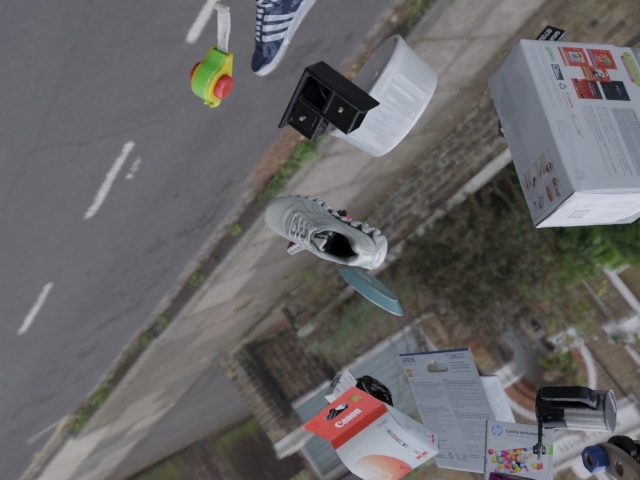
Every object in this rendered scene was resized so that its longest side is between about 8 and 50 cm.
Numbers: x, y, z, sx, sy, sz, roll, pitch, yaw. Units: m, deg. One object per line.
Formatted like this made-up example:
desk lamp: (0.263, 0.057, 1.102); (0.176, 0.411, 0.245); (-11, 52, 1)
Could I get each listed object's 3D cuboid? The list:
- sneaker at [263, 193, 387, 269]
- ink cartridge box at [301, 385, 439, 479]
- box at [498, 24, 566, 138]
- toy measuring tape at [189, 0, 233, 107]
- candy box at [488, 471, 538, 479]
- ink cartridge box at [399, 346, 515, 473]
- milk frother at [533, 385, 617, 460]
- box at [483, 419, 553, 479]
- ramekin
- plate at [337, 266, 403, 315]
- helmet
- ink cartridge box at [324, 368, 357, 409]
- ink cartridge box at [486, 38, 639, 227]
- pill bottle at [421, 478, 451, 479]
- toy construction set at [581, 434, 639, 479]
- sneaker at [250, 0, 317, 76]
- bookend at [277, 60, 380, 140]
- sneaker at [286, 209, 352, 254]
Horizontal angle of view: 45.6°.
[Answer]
sneaker: (-0.006, -0.021, 1.602); (0.118, 0.292, 0.110); (-16, 123, -59)
ink cartridge box: (0.080, 0.323, 1.234); (0.145, 0.179, 0.045); (-45, -156, 33)
box: (0.491, -0.365, 1.775); (0.220, 0.051, 0.175); (-48, 148, -22)
toy measuring tape: (-0.293, -0.478, 2.051); (0.121, 0.121, 0.330); (-30, 153, -28)
candy box: (0.272, 0.441, 1.019); (0.071, 0.233, 0.159); (12, 168, -9)
ink cartridge box: (0.360, 0.428, 1.949); (0.072, 0.330, 0.324); (-17, 178, -28)
milk frother: (0.476, 0.347, 1.440); (0.135, 0.143, 0.129); (-6, 160, 35)
box: (0.429, 0.492, 1.654); (0.145, 0.186, 0.038); (5, 162, 5)
ramekin: (0.149, -0.330, 1.787); (0.277, 0.135, 0.277); (-52, -165, 20)
plate: (0.122, 0.109, 1.774); (0.024, 0.188, 0.188); (-55, 165, 11)
helmet: (0.094, 0.423, 1.835); (0.161, 0.169, 0.169); (-46, 167, 15)
ink cartridge box: (0.047, 0.341, 1.750); (0.028, 0.048, 0.083); (-24, -159, 40)
ink cartridge box: (0.478, -0.189, 1.342); (0.272, 0.309, 0.130); (-2, 155, -19)
pill bottle: (0.219, 0.612, 1.390); (0.177, 0.318, 0.176); (-4, 144, -3)
toy construction set: (0.517, 0.387, 1.018); (0.237, 0.309, 0.257); (123, -16, -62)
sneaker: (-0.122, -0.496, 1.663); (0.153, 0.099, 0.282); (15, 131, -30)
bookend: (0.015, -0.263, 1.595); (0.072, 0.156, 0.157); (-38, 163, -51)
sneaker: (0.000, 0.000, 2.086); (0.225, 0.092, 0.088); (-21, -155, 34)
